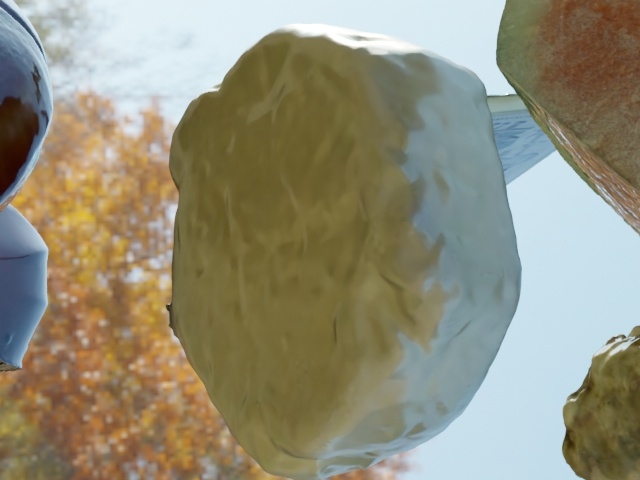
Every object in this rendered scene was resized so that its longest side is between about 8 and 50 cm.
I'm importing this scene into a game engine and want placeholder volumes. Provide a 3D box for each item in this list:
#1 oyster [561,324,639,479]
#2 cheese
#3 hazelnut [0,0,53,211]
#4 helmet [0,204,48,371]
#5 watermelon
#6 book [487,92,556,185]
[{"bbox_3d":[0.333,0.086,0.979,0.110,0.341,0.166,-59,143,-74],"label":"oyster"},{"bbox_3d":[0.000,0.000,1.010,0.326,0.115,0.318,43,-59,49],"label":"cheese"},{"bbox_3d":[-0.303,-0.111,1.062,0.229,0.229,0.229,8,-81,61],"label":"hazelnut"},{"bbox_3d":[-0.465,0.015,1.697,0.271,0.338,0.197,-12,-133,53],"label":"helmet"},{"bbox_3d":[0.287,-0.108,1.115,0.193,0.310,0.232,-47,-149,0],"label":"watermelon"},{"bbox_3d":[0.173,-0.094,1.769,0.371,0.260,0.043,-39,-117,57],"label":"book"}]
